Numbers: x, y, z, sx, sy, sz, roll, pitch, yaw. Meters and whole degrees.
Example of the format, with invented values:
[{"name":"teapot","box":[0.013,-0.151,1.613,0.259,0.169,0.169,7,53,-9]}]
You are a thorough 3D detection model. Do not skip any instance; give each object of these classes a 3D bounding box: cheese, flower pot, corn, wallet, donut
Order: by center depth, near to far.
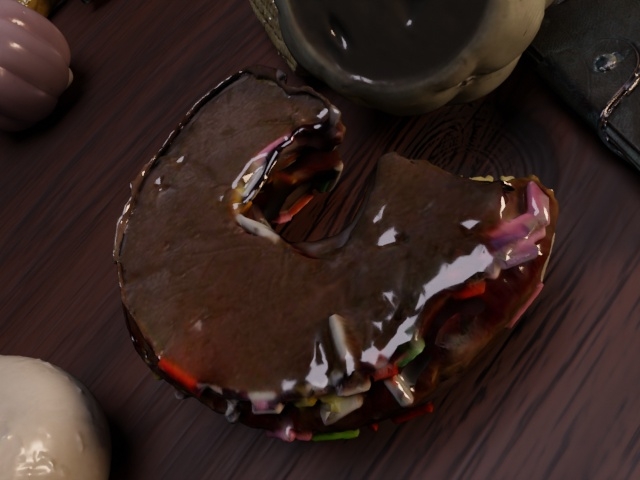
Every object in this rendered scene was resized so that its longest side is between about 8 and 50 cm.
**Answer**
[{"name":"cheese","box":[-0.258,0.183,0.454,0.197,0.154,0.189,1,55,27]},{"name":"donut","box":[-0.017,0.016,0.458,0.345,0.136,0.259,28,77,37]},{"name":"wallet","box":[0.277,-0.153,0.480,0.172,0.045,0.318,-26,51,7]},{"name":"flower pot","box":[0.075,-0.227,0.489,0.245,0.246,0.195,-4,25,23]},{"name":"corn","box":[-0.026,-0.252,0.672,0.087,0.087,0.211,-27,58,7]}]

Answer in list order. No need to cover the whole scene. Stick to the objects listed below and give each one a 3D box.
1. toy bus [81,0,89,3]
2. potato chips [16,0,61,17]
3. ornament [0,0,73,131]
[{"name":"toy bus","box":[-0.409,-0.556,0.974,0.161,0.194,0.324,-35,52,3]},{"name":"potato chips","box":[-0.526,-0.275,0.937,0.080,0.057,0.407,11,66,24]},{"name":"ornament","box":[-0.427,-0.236,0.812,0.177,0.177,0.178,-12,55,18]}]
